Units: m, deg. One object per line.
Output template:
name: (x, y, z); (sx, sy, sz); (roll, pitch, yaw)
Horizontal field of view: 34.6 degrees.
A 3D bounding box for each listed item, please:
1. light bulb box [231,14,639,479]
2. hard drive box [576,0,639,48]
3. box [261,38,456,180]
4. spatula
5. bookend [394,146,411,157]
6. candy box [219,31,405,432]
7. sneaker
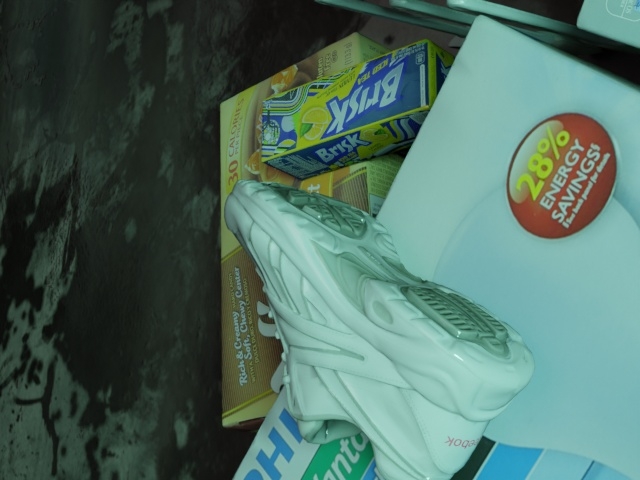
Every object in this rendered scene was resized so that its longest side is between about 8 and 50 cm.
light bulb box: (0.183, 0.118, 0.575); (0.361, 0.225, 0.358); (40, 109, 44)
hard drive box: (0.269, -0.119, 0.512); (0.232, 0.181, 0.089); (23, 113, 21)
box: (0.031, -0.099, 0.806); (0.169, 0.054, 0.059); (-14, 68, 38)
spatula: (0.121, -0.142, 0.705); (0.168, 0.242, 0.019); (18, 103, 47)
bookend: (0.113, -0.053, 0.811); (0.156, 0.072, 0.157); (18, 92, 47)
candy box: (0.000, 0.000, 0.905); (0.183, 0.088, 0.316); (-20, 65, 41)
sneaker: (0.003, 0.048, 0.558); (0.232, 0.090, 0.115); (43, 114, 46)
